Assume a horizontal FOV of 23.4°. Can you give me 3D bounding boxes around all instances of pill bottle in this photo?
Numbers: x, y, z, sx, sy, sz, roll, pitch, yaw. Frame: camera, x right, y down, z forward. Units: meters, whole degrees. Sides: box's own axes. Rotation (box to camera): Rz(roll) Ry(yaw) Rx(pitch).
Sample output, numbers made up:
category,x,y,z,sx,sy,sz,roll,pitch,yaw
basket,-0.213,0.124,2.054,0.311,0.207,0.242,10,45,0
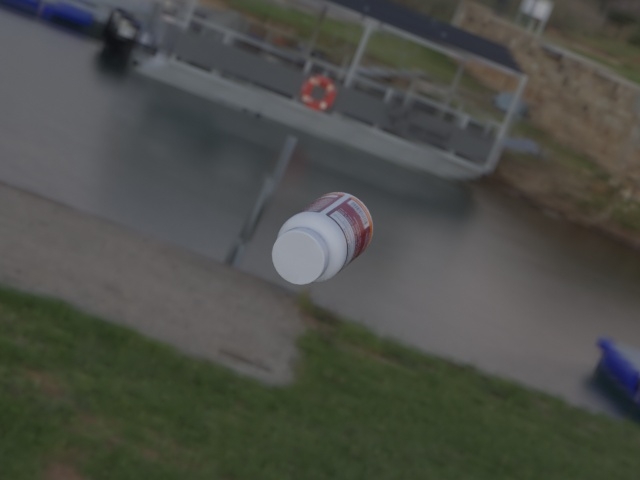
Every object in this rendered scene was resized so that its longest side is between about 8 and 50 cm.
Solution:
category,x,y,z,sx,sy,sz,roll,pitch,yaw
pill bottle,0.000,0.000,1.811,0.086,0.086,0.152,25,22,13
